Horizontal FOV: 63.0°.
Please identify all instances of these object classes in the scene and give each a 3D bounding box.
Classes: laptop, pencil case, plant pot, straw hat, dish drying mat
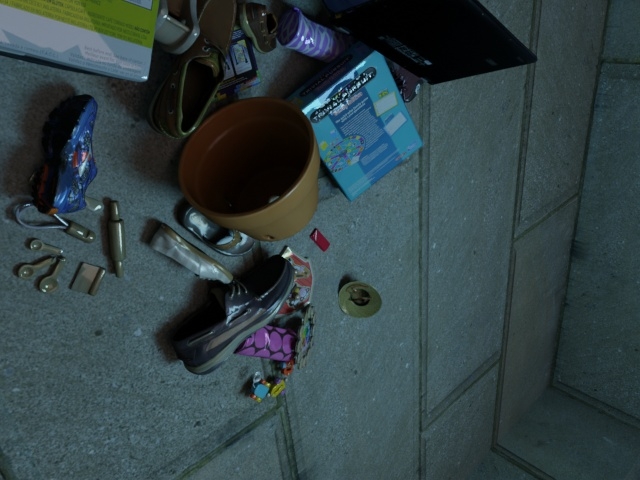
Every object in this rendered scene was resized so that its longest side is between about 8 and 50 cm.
[{"bbox_3d":[0.195,-0.513,1.116,0.382,0.408,0.236,8,85,-46],"label":"laptop"},{"bbox_3d":[-0.004,-0.465,1.208,0.206,0.086,0.088,-1,133,-46],"label":"pencil case"},{"bbox_3d":[-0.125,-0.129,1.116,0.291,0.291,0.203,-54,153,-13],"label":"plant pot"},{"bbox_3d":[0.125,0.168,1.623,0.061,0.145,0.144,-77,161,-57],"label":"straw hat"},{"bbox_3d":[0.000,0.000,1.470,0.032,0.008,0.083,-56,136,-13],"label":"dish drying mat"},{"bbox_3d":[-0.148,0.261,1.379,0.209,0.095,0.098,26,71,-50],"label":"pencil case"}]

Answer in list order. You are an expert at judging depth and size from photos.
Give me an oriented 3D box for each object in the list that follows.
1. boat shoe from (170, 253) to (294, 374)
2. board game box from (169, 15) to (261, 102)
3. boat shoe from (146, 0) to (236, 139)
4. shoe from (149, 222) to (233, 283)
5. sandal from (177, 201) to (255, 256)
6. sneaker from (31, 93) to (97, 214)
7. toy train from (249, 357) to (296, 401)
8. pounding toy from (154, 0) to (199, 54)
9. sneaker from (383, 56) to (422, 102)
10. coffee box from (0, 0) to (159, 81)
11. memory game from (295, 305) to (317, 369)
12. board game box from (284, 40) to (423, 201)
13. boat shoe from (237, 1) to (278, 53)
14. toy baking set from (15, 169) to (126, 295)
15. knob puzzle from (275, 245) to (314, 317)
[{"bbox_3d":[-0.204,0.157,1.245,0.355,0.132,0.130,-48,133,-20],"label":"boat shoe"},{"bbox_3d":[-0.216,-0.366,1.069,0.170,0.048,0.141,-33,126,-31],"label":"board game box"},{"bbox_3d":[-0.215,-0.331,0.972,0.111,0.104,0.307,18,93,-45],"label":"boat shoe"},{"bbox_3d":[-0.284,0.043,1.160,0.058,0.076,0.219,-54,128,-9],"label":"shoe"},{"bbox_3d":[-0.227,-0.021,1.195,0.219,0.060,0.090,40,78,-46],"label":"sandal"},{"bbox_3d":[-0.438,-0.150,0.924,0.087,0.083,0.221,14,94,-65],"label":"sneaker"},{"bbox_3d":[-0.141,0.382,1.469,0.166,0.046,0.125,-9,112,-46],"label":"toy train"},{"bbox_3d":[-0.294,-0.422,0.888,0.155,0.154,0.269,17,94,-47],"label":"pounding toy"},{"bbox_3d":[0.203,-0.444,1.416,0.281,0.106,0.162,-14,120,-42],"label":"sneaker"},{"bbox_3d":[-0.414,-0.407,0.639,0.338,0.338,0.334,1,105,-45],"label":"coffee box"},{"bbox_3d":[-0.039,0.274,1.478,0.186,0.012,0.186,8,90,-77],"label":"memory game"},{"bbox_3d":[0.091,-0.289,1.314,0.254,0.079,0.336,-38,137,1],"label":"board game box"},{"bbox_3d":[-0.115,-0.435,1.077,0.178,0.060,0.064,1,83,-80],"label":"boat shoe"},{"bbox_3d":[-0.464,-0.005,0.987,0.197,0.030,0.256,-9,113,-43],"label":"toy baking set"},{"bbox_3d":[-0.076,0.132,1.435,0.213,0.030,0.213,-20,120,-39],"label":"knob puzzle"}]
